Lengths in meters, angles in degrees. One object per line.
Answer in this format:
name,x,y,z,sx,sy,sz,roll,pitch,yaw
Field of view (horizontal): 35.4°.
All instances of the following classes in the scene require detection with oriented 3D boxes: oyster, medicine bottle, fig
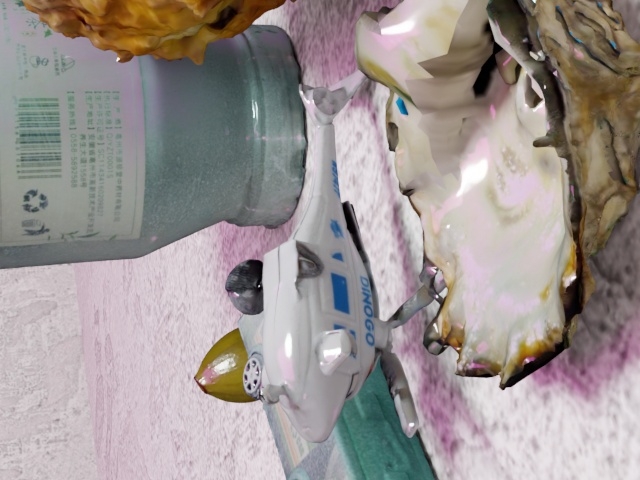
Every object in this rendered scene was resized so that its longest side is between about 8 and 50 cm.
oyster,0.087,-0.055,0.517,0.198,0.092,0.260,178,80,-69
medicine bottle,-0.179,-0.100,0.917,0.245,0.289,0.245,177,90,-68
fig,-0.081,0.125,0.977,0.074,0.087,0.074,58,161,32

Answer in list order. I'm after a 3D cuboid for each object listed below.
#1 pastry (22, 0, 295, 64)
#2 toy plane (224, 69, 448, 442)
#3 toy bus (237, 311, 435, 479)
pastry,-0.091,-0.308,0.659,0.337,0.292,0.405,33,117,52
toy plane,0.007,-0.005,0.666,0.182,0.107,0.273,-4,73,52
toy bus,0.011,0.134,0.744,0.109,0.091,0.262,-61,37,37
